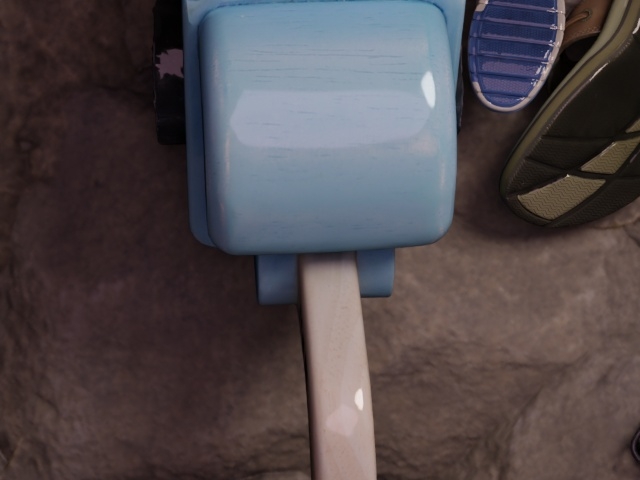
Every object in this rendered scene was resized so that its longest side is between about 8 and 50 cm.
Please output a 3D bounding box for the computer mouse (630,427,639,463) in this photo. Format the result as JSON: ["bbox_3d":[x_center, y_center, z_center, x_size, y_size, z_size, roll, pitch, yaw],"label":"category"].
[{"bbox_3d":[0.337,0.244,1.333,0.184,0.060,0.262,-10,75,0],"label":"computer mouse"}]

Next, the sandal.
[{"bbox_3d":[0.227,-0.142,1.337,0.120,0.086,0.303,32,88,-36],"label":"sandal"}]

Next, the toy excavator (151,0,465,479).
[{"bbox_3d":[0.000,0.000,1.196,0.222,0.433,0.445,-1,45,-3],"label":"toy excavator"}]

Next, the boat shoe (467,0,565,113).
[{"bbox_3d":[0.146,-0.171,1.331,0.066,0.066,0.183,12,73,2],"label":"boat shoe"}]
